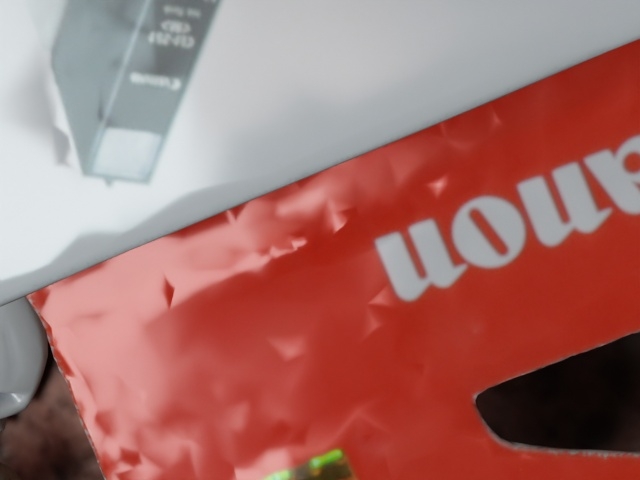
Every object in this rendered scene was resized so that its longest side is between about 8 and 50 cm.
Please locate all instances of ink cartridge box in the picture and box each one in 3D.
[{"bbox_3d":[0.039,-0.039,0.413,0.275,0.060,0.239,-22,97,12],"label":"ink cartridge box"}]

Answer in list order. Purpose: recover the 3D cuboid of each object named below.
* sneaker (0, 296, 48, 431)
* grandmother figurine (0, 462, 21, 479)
[{"bbox_3d":[-0.197,0.082,0.690,0.095,0.104,0.236,51,128,13],"label":"sneaker"},{"bbox_3d":[-0.127,0.180,0.623,0.342,0.104,0.208,-9,56,31],"label":"grandmother figurine"}]
